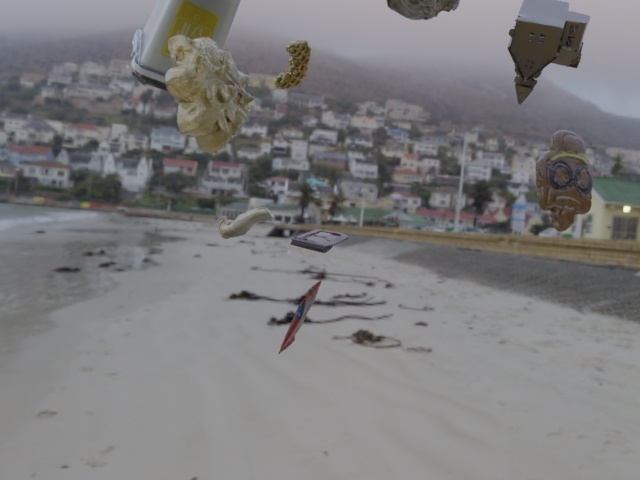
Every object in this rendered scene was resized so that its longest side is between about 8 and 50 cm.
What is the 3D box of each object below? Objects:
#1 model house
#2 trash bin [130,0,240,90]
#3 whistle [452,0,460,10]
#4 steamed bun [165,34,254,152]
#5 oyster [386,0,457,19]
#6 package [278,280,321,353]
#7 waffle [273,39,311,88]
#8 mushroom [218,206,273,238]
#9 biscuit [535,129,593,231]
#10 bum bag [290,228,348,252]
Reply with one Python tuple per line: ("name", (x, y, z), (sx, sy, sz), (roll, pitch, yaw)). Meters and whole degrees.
("model house", (0.539, -0.439, 1.632), (0.176, 0.248, 0.181), (16, 45, 13))
("trash bin", (-0.386, -0.634, 1.950), (0.256, 0.367, 0.296), (17, 36, -24))
("whistle", (0.286, -0.663, 1.730), (0.180, 0.269, 0.093), (18, -29, 18))
("steamed bun", (-0.251, -0.355, 1.586), (0.137, 0.295, 0.292), (-3, 37, 18))
("oyster", (0.224, -0.534, 1.388), (0.198, 0.133, 0.337), (0, 12, 8))
("package", (-0.050, 0.186, 1.610), (0.022, 0.200, 0.083), (30, 32, 10))
("waffle", (-0.100, -0.656, 2.493), (0.149, 0.194, 0.051), (-26, 56, -40))
("mushroom", (-0.204, -0.054, 1.833), (0.059, 0.054, 0.202), (17, -28, -42))
("biscuit", (0.695, -0.169, 1.888), (0.209, 0.290, 0.041), (6, -5, -26))
("bum bag", (0.000, 0.000, 1.839), (0.109, 0.026, 0.159), (13, 18, 27))
